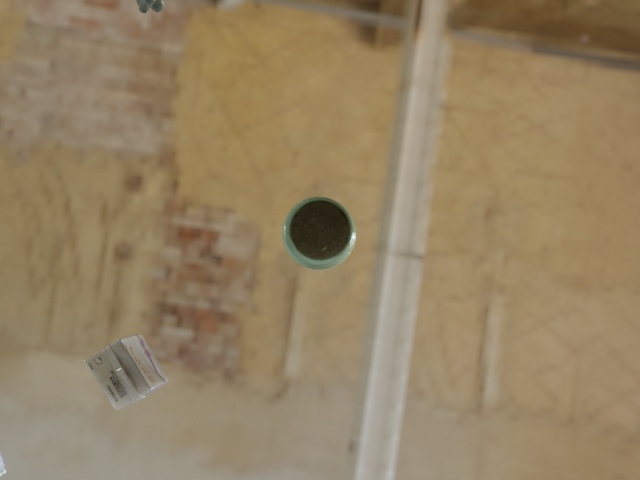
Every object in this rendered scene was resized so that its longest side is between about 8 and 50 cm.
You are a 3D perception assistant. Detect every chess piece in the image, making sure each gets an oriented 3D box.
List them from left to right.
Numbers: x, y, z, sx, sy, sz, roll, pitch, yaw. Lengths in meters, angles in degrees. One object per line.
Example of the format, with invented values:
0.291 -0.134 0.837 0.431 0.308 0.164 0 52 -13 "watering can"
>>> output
0.000 0.000 1.827 0.067 0.067 0.103 8 -10 3 "chess piece"

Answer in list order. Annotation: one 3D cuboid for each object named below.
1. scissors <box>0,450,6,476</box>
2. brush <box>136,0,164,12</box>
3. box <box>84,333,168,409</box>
-0.293 0.065 1.543 0.125 0.256 0.030 -13 5 43 "scissors"
-0.203 -0.338 1.936 0.051 0.323 0.070 5 -42 -33 "brush"
-0.154 0.105 1.588 0.036 0.051 0.117 -32 0 1 "box"
